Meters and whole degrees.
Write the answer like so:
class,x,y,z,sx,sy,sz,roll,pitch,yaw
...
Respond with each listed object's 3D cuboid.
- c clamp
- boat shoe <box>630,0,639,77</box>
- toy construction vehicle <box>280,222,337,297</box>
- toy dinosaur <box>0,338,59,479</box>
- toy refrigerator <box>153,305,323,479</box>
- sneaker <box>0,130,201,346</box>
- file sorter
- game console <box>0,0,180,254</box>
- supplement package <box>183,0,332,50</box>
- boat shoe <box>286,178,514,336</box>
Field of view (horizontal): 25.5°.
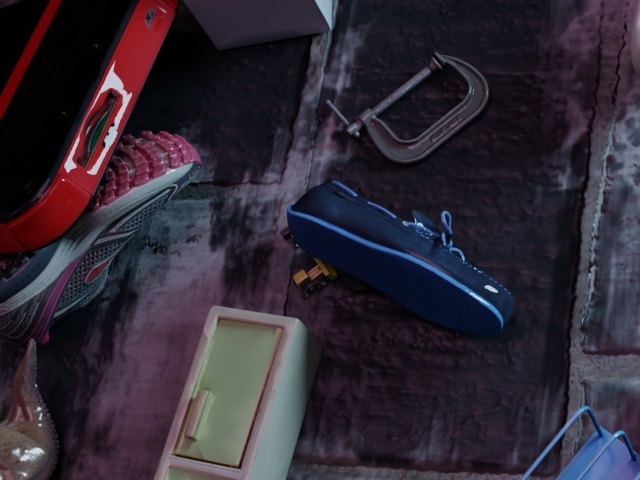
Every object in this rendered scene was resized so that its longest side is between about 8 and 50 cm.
class,x,y,z,sx,sy,sz,roll,pitch,yaw
c clamp,0.100,-0.153,1.560,0.161,0.022,0.137,-33,57,3
boat shoe,0.439,-0.293,1.441,0.113,0.127,0.340,21,64,41
toy construction vehicle,0.000,0.000,1.512,0.098,0.035,0.086,-33,58,3
toy dinosaur,-0.343,0.257,1.470,0.200,0.127,0.295,26,63,22
toy refrigerator,-0.092,0.207,1.408,0.102,0.094,0.269,8,68,24
sneaker,-0.253,-0.007,1.565,0.299,0.112,0.121,-38,35,4
file sorter,0.270,0.243,1.246,0.170,0.104,0.118,36,81,32
game console,-0.341,-0.145,1.636,0.342,0.060,0.386,-9,50,41
supplement package,-0.083,-0.364,1.635,0.149,0.194,0.203,-8,62,17
boat shoe,0.088,0.002,1.429,0.258,0.109,0.089,31,59,17
